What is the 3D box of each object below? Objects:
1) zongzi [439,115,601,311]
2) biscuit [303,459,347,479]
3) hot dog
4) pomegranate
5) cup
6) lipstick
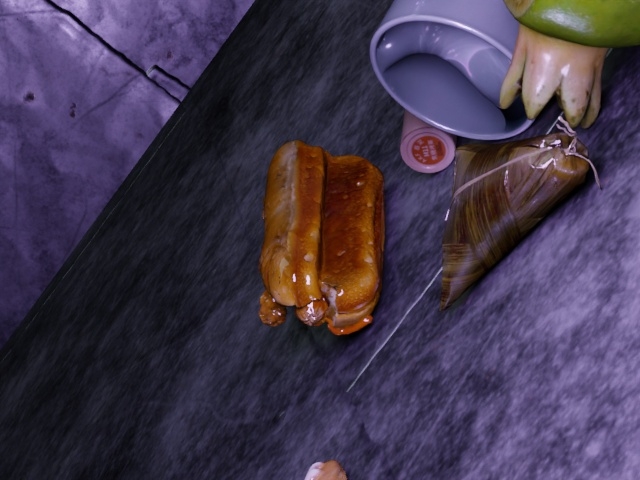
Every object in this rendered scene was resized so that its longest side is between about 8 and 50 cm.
[{"bbox_3d":[0.192,-0.018,1.529,0.187,0.084,0.184,-10,61,61],"label":"zongzi"},{"bbox_3d":[-0.094,0.380,1.583,0.339,0.047,0.216,-46,18,28],"label":"biscuit"},{"bbox_3d":[0.000,0.000,1.887,0.349,0.158,0.117,-89,19,-56],"label":"hot dog"},{"bbox_3d":[0.303,-0.285,1.530,0.310,0.216,0.358,-105,22,-69],"label":"pomegranate"},{"bbox_3d":[0.211,-0.295,1.774,0.205,0.205,0.312,-26,31,58],"label":"cup"},{"bbox_3d":[0.146,-0.185,1.963,0.070,0.070,0.254,-44,20,32],"label":"lipstick"}]
